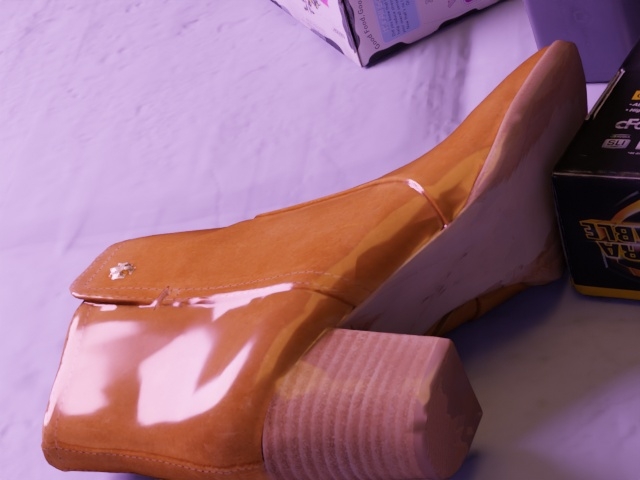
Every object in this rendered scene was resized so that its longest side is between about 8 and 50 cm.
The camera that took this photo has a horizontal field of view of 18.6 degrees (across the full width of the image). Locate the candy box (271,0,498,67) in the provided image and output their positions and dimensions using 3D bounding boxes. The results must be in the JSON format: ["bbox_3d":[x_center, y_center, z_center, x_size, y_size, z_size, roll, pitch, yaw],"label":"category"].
[{"bbox_3d":[0.081,-0.211,1.250,0.233,0.071,0.159,-28,34,-15],"label":"candy box"}]

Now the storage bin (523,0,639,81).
[{"bbox_3d":[0.143,-0.156,1.091,0.098,0.135,0.091,0,46,24],"label":"storage bin"}]

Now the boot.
[{"bbox_3d":[0.000,0.001,0.938,0.211,0.104,0.295,2,41,27],"label":"boot"}]

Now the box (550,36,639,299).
[{"bbox_3d":[0.303,-0.064,0.921,0.322,0.079,0.257,5,37,30],"label":"box"}]
